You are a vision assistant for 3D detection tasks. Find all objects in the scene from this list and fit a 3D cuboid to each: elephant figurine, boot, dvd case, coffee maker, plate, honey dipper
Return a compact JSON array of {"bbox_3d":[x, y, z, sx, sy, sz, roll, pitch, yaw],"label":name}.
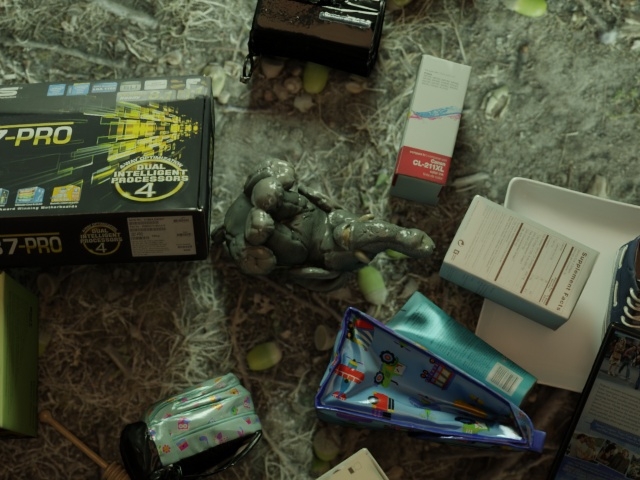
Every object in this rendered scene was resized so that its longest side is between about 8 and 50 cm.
[{"bbox_3d":[0.000,0.000,1.766,0.239,0.186,0.169,16,115,-22],"label":"elephant figurine"},{"bbox_3d":[0.414,0.088,1.724,0.069,0.086,0.190,3,78,0],"label":"boot"},{"bbox_3d":[0.422,0.251,1.718,0.180,0.022,0.253,20,104,5],"label":"dvd case"},{"bbox_3d":[-0.005,-0.289,1.849,0.178,0.120,0.171,14,102,4],"label":"coffee maker"},{"bbox_3d":[0.365,0.076,1.794,0.278,0.045,0.277,13,78,3],"label":"plate"},{"bbox_3d":[-0.320,0.283,1.765,0.161,0.030,0.030,36,81,9],"label":"honey dipper"}]

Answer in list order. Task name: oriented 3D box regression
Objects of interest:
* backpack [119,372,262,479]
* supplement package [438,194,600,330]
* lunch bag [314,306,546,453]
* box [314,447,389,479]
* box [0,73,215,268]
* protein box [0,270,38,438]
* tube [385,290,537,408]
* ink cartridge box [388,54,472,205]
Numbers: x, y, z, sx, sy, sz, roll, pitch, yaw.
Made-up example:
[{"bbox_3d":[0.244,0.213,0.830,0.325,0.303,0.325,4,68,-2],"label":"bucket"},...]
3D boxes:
[{"bbox_3d":[-0.167,0.253,1.713,0.182,0.152,0.115,-21,87,-20],"label":"backpack"},{"bbox_3d":[0.261,0.031,1.728,0.179,0.105,0.105,26,79,6],"label":"supplement package"},{"bbox_3d":[0.150,0.207,1.679,0.293,0.221,0.138,19,79,5],"label":"lunch bag"},{"bbox_3d":[0.028,0.357,1.642,0.148,0.232,0.127,-34,80,-6],"label":"box"},{"bbox_3d":[-0.339,-0.093,1.726,0.395,0.097,0.318,-2,37,0],"label":"box"},{"bbox_3d":[-0.457,0.156,1.704,0.136,0.201,0.200,-2,78,0],"label":"protein box"},{"bbox_3d":[0.189,0.149,1.737,0.207,0.052,0.080,34,53,15],"label":"tube"},{"bbox_3d":[0.151,-0.151,1.800,0.072,0.127,0.175,14,79,2],"label":"ink cartridge box"}]
